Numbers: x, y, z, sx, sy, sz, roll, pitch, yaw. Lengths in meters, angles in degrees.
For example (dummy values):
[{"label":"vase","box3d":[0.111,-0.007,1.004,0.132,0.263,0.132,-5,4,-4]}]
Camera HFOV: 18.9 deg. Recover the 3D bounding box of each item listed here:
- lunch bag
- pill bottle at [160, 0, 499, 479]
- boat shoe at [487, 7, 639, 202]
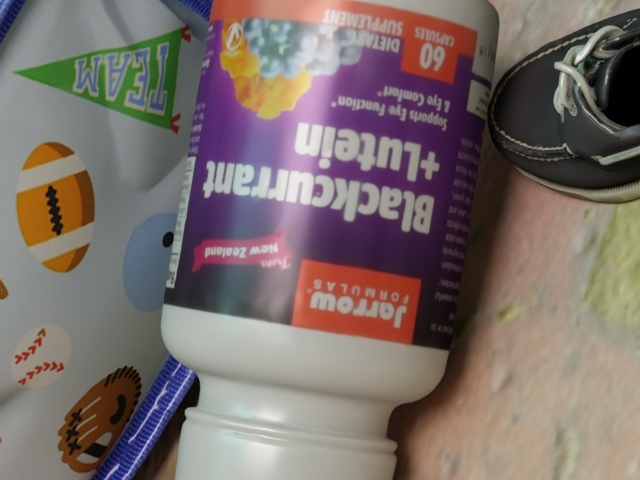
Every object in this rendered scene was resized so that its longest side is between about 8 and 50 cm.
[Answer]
[{"label":"lunch bag","box3d":[-0.224,0.019,0.896,0.328,0.239,0.385,20,77,46]},{"label":"pill bottle","box3d":[0.000,0.000,0.708,0.108,0.108,0.193,5,86,59]},{"label":"boat shoe","box3d":[0.113,-0.059,0.644,0.206,0.065,0.075,-1,67,59]}]
